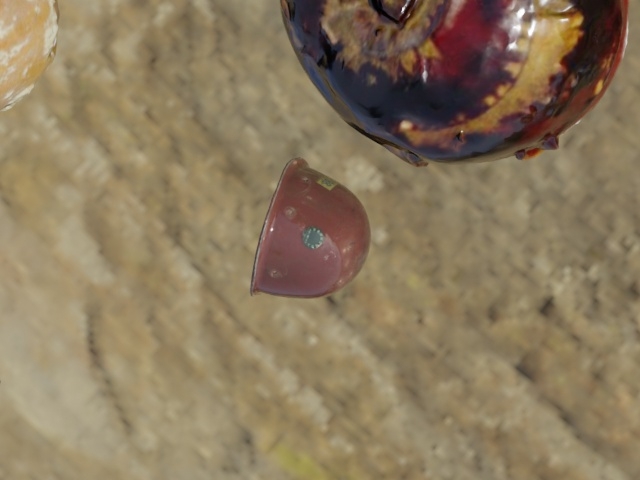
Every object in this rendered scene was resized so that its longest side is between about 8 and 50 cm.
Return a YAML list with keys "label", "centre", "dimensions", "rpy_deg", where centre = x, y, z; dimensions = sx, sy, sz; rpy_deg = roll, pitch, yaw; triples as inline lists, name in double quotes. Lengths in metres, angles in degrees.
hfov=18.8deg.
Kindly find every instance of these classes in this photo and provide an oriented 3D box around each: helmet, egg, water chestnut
- label: "helmet"
  centre: [0.000, 0.000, 2.036]
  dimensions: [0.106, 0.155, 0.175]
  rpy_deg: [18, -177, 6]
- label: "egg"
  centre: [-0.322, -0.197, 1.691]
  dimensions: [0.195, 0.233, 0.195]
  rpy_deg: [3, 120, 5]
- label: "water chestnut"
  centre: [0.118, -0.199, 1.533]
  dimensions: [0.300, 0.300, 0.300]
  rpy_deg: [30, 150, 20]
